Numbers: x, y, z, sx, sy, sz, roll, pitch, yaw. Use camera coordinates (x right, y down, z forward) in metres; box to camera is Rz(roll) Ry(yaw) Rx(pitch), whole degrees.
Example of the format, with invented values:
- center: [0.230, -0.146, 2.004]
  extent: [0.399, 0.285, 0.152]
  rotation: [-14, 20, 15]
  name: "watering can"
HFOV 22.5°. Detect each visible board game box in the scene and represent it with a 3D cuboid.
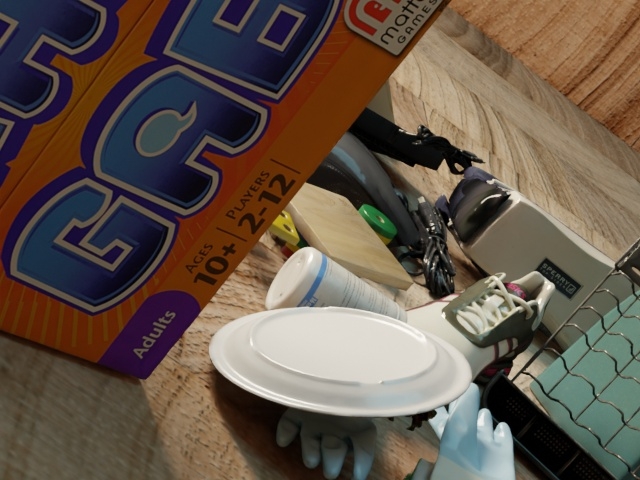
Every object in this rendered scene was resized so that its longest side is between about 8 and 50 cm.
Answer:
- center: [-0.201, -0.192, 1.080]
  extent: [0.356, 0.356, 0.356]
  rotation: [25, 22, -38]
  name: "board game box"

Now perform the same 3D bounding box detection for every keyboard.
- center: [0.069, -0.123, 1.871]
  extent: [0.202, 0.033, 0.317]
  rotation: [16, -2, 27]
  name: "keyboard"

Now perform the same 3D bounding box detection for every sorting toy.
- center: [0.000, 0.000, 1.544]
  extent: [0.274, 0.046, 0.132]
  rotation: [18, 27, -51]
  name: "sorting toy"

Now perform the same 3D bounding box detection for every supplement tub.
- center: [0.013, 0.060, 1.380]
  extent: [0.107, 0.071, 0.071]
  rotation: [34, 18, -16]
  name: "supplement tub"

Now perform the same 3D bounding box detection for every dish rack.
- center: [0.309, 0.126, 1.521]
  extent: [0.208, 0.271, 0.074]
  rotation: [43, -3, 9]
  name: "dish rack"

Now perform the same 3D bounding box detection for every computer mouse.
- center: [0.048, -0.062, 1.756]
  extent: [0.272, 0.072, 0.188]
  rotation: [34, 19, -18]
  name: "computer mouse"

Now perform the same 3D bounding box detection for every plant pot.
- center: [0.375, 0.139, 1.655]
  extent: [0.166, 0.234, 0.165]
  rotation: [22, 24, -42]
  name: "plant pot"

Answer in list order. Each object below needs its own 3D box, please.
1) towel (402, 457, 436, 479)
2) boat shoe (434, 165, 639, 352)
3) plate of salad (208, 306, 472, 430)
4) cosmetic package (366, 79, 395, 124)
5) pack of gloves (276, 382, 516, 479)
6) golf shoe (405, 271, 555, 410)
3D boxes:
- center: [0.166, 0.307, 1.142]
  extent: [0.325, 0.038, 0.248]
  rotation: [41, 17, 2]
  name: "towel"
- center: [0.276, 0.039, 1.881]
  extent: [0.340, 0.127, 0.158]
  rotation: [43, 6, -24]
  name: "boat shoe"
- center: [0.014, 0.098, 1.220]
  extent: [0.200, 0.048, 0.200]
  rotation: [6, 19, -2]
  name: "plate of salad"
- center: [0.061, -0.188, 2.047]
  extent: [0.115, 0.041, 0.060]
  rotation: [80, -17, -46]
  name: "cosmetic package"
- center: [0.068, 0.138, 1.243]
  extent: [0.195, 0.046, 0.232]
  rotation: [22, 17, -3]
  name: "pack of gloves"
- center: [0.134, 0.079, 1.506]
  extent: [0.105, 0.120, 0.273]
  rotation: [45, 19, 13]
  name: "golf shoe"
